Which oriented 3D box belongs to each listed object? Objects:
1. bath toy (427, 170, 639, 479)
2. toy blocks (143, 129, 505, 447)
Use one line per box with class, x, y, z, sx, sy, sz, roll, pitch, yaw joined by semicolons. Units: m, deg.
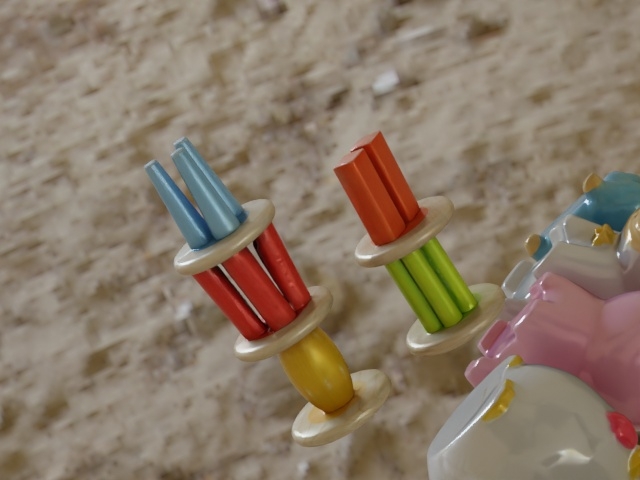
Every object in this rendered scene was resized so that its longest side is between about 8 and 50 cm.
bath toy;0.175;0.070;1.050;0.151;0.129;0.348;-47;3;33
toy blocks;0.000;0.000;0.779;0.123;0.148;0.054;-37;17;-13
